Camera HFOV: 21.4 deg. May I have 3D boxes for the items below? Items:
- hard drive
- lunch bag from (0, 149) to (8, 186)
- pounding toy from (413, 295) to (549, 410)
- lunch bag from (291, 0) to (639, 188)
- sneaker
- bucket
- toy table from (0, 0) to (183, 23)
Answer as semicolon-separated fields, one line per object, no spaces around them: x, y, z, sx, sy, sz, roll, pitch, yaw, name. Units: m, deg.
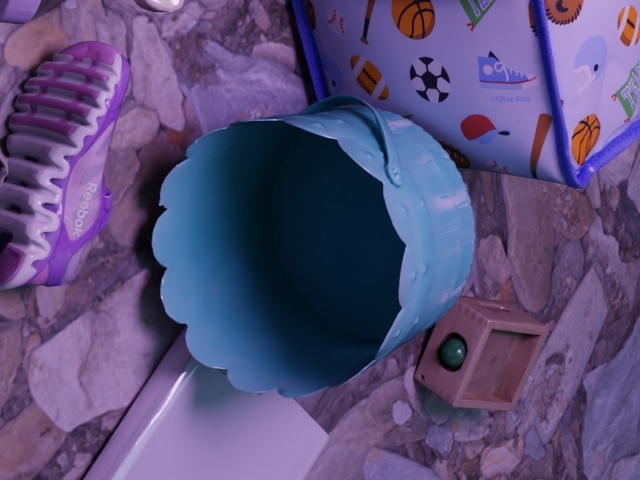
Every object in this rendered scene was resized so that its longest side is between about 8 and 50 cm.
-0.147;0.281;1.685;0.353;0.047;0.233;-57;133;-19;hard drive
-0.377;-0.124;1.198;0.287;0.235;0.169;18;118;-45;lunch bag
0.169;0.113;1.941;0.141;0.100;0.130;9;108;-43;pounding toy
0.134;-0.265;1.636;0.239;0.328;0.385;-37;125;-39;lunch bag
-0.224;-0.059;1.500;0.104;0.095;0.236;25;87;-52;sneaker
0.000;0.000;1.602;0.183;0.281;0.281;-20;115;-57;bucket
-0.187;-0.313;1.382;0.161;0.252;0.274;0;107;-28;toy table
